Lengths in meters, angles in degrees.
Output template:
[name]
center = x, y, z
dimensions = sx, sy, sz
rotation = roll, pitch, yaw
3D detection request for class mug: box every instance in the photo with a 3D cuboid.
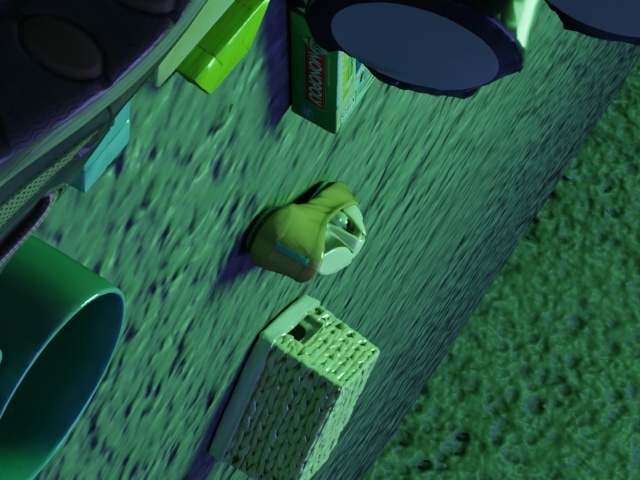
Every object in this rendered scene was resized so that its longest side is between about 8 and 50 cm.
[mug]
center = -0.170, 0.047, 0.899
dimensions = 0.129, 0.097, 0.157
rotation = -51, 166, -37

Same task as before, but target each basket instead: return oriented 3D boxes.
[basket]
center = -0.025, 0.160, 1.852
dimensions = 0.113, 0.103, 0.167
rotation = -41, 159, -58

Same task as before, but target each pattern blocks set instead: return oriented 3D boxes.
[pattern blocks set]
center = -0.048, -0.186, 1.025
dimensions = 0.325, 0.026, 0.285
rotation = -52, 166, -37

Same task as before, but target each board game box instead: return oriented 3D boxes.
[board game box]
center = 0.077, -0.253, 1.376
dimensions = 0.317, 0.046, 0.213
rotation = -57, 170, -17

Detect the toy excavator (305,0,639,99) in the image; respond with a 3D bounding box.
[toy excavator]
center = 0.026, -0.267, 0.673
dimensions = 0.433, 0.445, 0.222
rotation = -10, -122, 54

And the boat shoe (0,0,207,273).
[boat shoe]
center = -0.159, -0.044, 0.697
dimensions = 0.355, 0.132, 0.130
rotation = -47, 176, -18

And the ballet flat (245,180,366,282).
[ballet flat]
center = 0.000, 0.000, 1.619
dimensions = 0.080, 0.073, 0.232
rotation = -63, 169, 17
